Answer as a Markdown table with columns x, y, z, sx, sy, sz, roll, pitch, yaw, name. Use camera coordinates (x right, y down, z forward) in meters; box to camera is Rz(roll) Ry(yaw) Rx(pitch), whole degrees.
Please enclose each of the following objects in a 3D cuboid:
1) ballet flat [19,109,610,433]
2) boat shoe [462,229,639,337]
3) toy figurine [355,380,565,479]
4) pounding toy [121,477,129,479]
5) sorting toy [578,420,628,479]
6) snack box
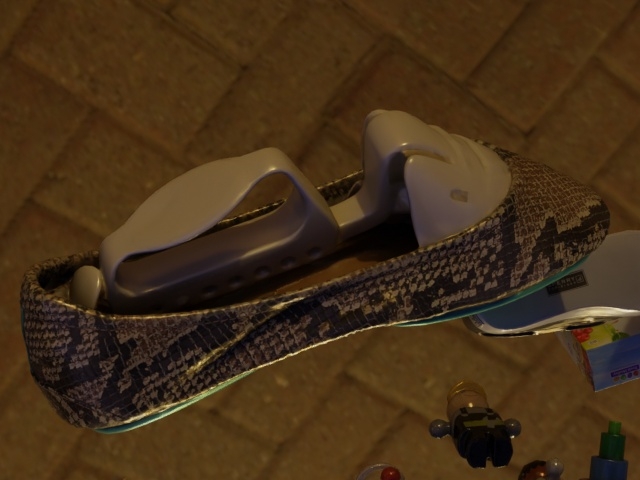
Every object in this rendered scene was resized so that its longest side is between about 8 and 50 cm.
| x | y | z | sx | sy | sz | roll | pitch | yaw | name |
| --- | --- | --- | --- | --- | --- | --- | --- | --- | --- |
| 0.000 | 0.000 | 1.131 | 0.482 | 0.164 | 0.182 | -19 | 127 | -8 | ballet flat |
| 0.235 | 0.048 | 1.346 | 0.228 | 0.080 | 0.076 | -14 | 168 | -14 | boat shoe |
| 0.165 | 0.289 | 1.625 | 0.213 | 0.148 | 0.209 | 41 | 98 | -16 | toy figurine |
| -0.252 | 0.409 | 1.660 | 0.206 | 0.181 | 0.094 | -44 | 116 | 11 | pounding toy |
| 0.373 | 0.246 | 1.522 | 0.127 | 0.365 | 0.126 | 7 | 88 | -16 | sorting toy |
| 0.402 | 0.102 | 1.910 | 0.174 | 0.207 | 0.070 | -17 | 113 | -1 | snack box |
